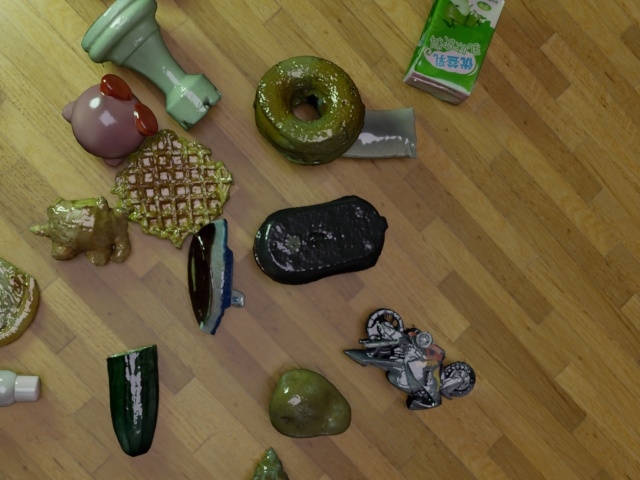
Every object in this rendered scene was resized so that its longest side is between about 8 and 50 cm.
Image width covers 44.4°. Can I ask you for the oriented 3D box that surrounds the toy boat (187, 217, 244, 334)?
[{"bbox_3d":[-0.230,0.081,1.780,0.115,0.114,0.262,-5,92,-42],"label":"toy boat"}]

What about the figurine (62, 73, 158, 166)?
[{"bbox_3d":[-0.466,-0.261,1.728,0.173,0.173,0.173,1,86,-10],"label":"figurine"}]

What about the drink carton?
[{"bbox_3d":[0.328,-0.484,1.912,0.161,0.108,0.271,22,84,-5],"label":"drink carton"}]

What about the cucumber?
[{"bbox_3d":[-0.413,0.361,1.748,0.115,0.063,0.243,-6,89,-10],"label":"cucumber"}]

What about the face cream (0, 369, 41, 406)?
[{"bbox_3d":[-0.740,0.317,1.682,0.269,0.082,0.082,4,86,-9],"label":"face cream"}]

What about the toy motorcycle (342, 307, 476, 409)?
[{"bbox_3d":[0.212,0.294,1.842,0.307,0.108,0.173,35,86,-4],"label":"toy motorcycle"}]

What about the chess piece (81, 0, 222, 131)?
[{"bbox_3d":[-0.363,-0.392,1.755,0.299,0.194,0.194,45,80,-14],"label":"chess piece"}]

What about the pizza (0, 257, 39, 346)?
[{"bbox_3d":[-0.728,0.101,1.722,0.181,0.034,0.262,-33,92,-10],"label":"pizza"}]

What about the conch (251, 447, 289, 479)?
[{"bbox_3d":[-0.120,0.580,1.766,0.116,0.106,0.173,-15,108,-32],"label":"conch"}]

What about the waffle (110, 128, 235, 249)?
[{"bbox_3d":[-0.337,-0.121,1.798,0.254,0.052,0.245,36,83,-5],"label":"waffle"}]

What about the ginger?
[{"bbox_3d":[-0.528,-0.024,1.733,0.216,0.102,0.157,2,110,-13],"label":"ginger"}]

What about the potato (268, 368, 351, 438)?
[{"bbox_3d":[-0.020,0.376,1.772,0.194,0.157,0.157,21,83,-10],"label":"potato"}]

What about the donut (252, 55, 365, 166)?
[{"bbox_3d":[-0.030,-0.308,1.795,0.272,0.107,0.272,-2,72,5],"label":"donut"}]

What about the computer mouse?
[{"bbox_3d":[-0.002,0.001,1.817,0.323,0.116,0.183,-11,87,-17],"label":"computer mouse"}]

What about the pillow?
[{"bbox_3d":[0.109,-0.263,1.874,0.254,0.078,0.144,1,75,-10],"label":"pillow"}]
